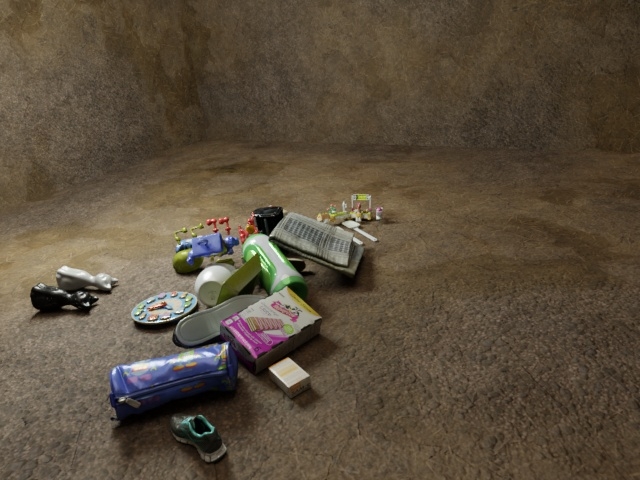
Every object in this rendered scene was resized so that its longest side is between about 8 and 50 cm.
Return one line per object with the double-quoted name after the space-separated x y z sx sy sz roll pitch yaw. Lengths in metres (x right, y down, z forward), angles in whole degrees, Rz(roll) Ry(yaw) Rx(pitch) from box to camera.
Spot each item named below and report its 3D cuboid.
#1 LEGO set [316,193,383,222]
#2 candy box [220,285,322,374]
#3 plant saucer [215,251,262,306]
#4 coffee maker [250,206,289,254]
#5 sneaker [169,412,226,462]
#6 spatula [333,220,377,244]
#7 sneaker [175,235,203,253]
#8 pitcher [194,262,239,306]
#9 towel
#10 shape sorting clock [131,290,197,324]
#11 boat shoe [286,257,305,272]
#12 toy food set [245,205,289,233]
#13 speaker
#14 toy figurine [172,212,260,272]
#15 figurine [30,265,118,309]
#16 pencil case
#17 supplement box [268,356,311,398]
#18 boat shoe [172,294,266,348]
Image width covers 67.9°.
0.125 -0.140 2.052 0.286 0.107 0.132 -2 13 -2 "LEGO set"
-0.133 0.238 1.300 0.233 0.071 0.159 -26 50 -37 "candy box"
-0.248 0.154 1.463 0.045 0.188 0.188 33 39 8 "plant saucer"
-0.174 -0.038 1.844 0.171 0.179 0.120 -10 25 -8 "coffee maker"
-0.266 0.399 1.017 0.166 0.076 0.065 12 29 36 "sneaker"
0.115 -0.025 1.937 0.168 0.019 0.242 -16 25 -24 "spatula"
-0.526 0.021 1.954 0.144 0.053 0.059 -27 34 -37 "sneaker"
-0.315 0.134 1.568 0.177 0.126 0.207 -10 14 0 "pitcher"
0.000 0.000 1.680 0.324 0.056 0.312 24 20 2 "towel"
-0.502 0.213 1.534 0.206 0.041 0.206 -5 24 2 "shape sorting clock"
-0.136 0.084 1.704 0.169 0.063 0.059 -5 30 5 "boat shoe"
-0.216 -0.090 2.063 0.232 0.111 0.104 -12 13 -10 "toy food set"
-0.155 0.095 1.553 0.131 0.131 0.296 -17 38 -23 "speaker"
-0.409 0.002 1.694 0.362 0.192 0.217 -10 -8 9 "toy figurine"
-0.852 0.172 1.674 0.209 0.093 0.215 6 25 7 "figurine"
-0.349 0.331 1.134 0.305 0.120 0.133 -11 8 -11 "pencil case"
-0.076 0.334 1.164 0.062 0.036 0.098 -21 28 -30 "supplement box"
-0.275 0.232 1.362 0.302 0.115 0.091 -7 -19 -33 "boat shoe"
